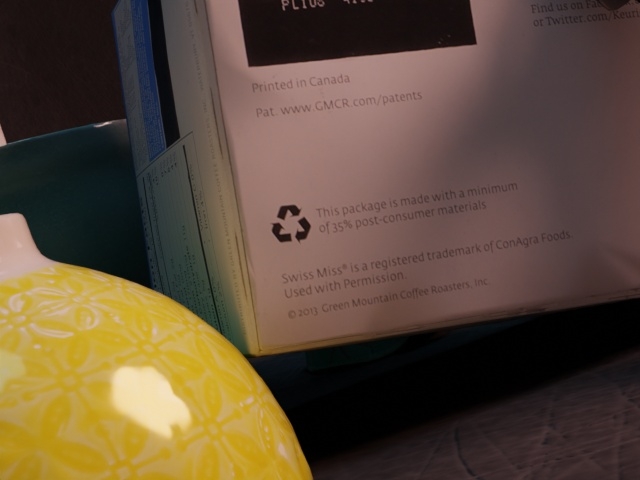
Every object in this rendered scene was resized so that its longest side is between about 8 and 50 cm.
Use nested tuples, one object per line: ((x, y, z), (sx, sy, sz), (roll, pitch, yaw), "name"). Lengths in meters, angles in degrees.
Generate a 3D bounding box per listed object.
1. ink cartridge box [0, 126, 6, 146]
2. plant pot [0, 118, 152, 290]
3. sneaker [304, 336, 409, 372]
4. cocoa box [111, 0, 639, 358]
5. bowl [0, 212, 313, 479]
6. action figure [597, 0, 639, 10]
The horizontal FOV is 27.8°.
((-0.337, -0.073, 0.957), (0.128, 0.127, 0.176), (-20, -2, 23), "ink cartridge box")
((-0.206, 0.053, 0.921), (0.293, 0.196, 0.293), (-19, -1, 0), "plant pot")
((0.000, 0.000, 0.921), (0.124, 0.178, 0.296), (-16, -27, 40), "sneaker")
((0.076, -0.067, 0.747), (0.347, 0.231, 0.228), (-8, -3, -19), "cocoa box")
((-0.163, 0.078, 0.562), (0.290, 0.156, 0.289), (-17, 3, 1), "bowl")
((0.219, -0.111, 0.609), (0.185, 0.285, 0.099), (-18, -15, -1), "action figure")
